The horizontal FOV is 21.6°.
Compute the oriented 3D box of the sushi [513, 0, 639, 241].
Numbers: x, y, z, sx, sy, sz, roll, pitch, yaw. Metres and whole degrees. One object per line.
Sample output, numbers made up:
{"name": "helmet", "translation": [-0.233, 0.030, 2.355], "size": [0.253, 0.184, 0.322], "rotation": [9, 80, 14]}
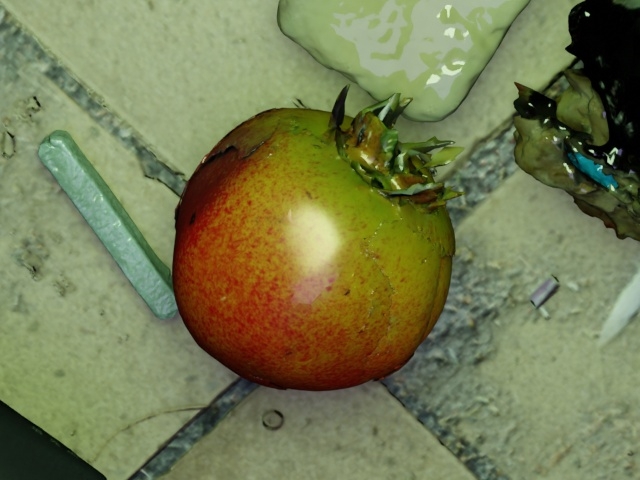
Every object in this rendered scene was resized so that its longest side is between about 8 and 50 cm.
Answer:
{"name": "sushi", "translation": [0.251, -0.082, 1.162], "size": [0.238, 0.225, 0.219], "rotation": [39, 126, 8]}

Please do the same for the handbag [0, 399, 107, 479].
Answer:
{"name": "handbag", "translation": [-0.330, 0.176, 1.312], "size": [0.302, 0.275, 0.178], "rotation": [34, 64, -11]}

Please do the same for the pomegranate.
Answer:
{"name": "pomegranate", "translation": [0.000, 0.000, 1.196], "size": [0.210, 0.210, 0.235], "rotation": [33, 126, -12]}

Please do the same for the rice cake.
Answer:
{"name": "rice cake", "translation": [-0.160, -0.012, 1.291], "size": [0.029, 0.033, 0.171], "rotation": [-32, 107, 9]}

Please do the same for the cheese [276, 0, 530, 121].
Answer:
{"name": "cheese", "translation": [0.086, -0.222, 1.172], "size": [0.159, 0.093, 0.263], "rotation": [30, 108, -14]}
